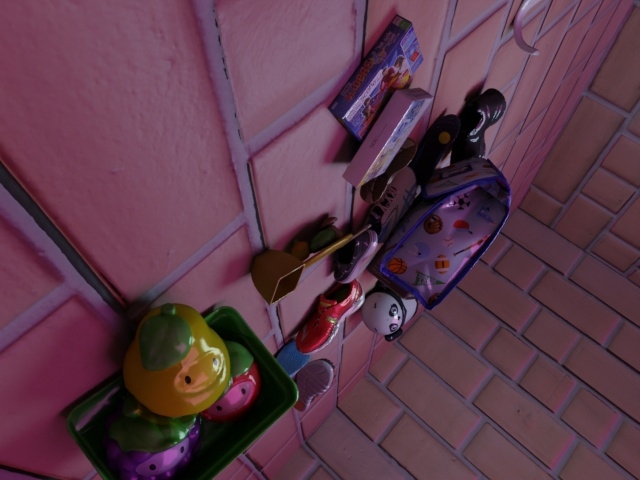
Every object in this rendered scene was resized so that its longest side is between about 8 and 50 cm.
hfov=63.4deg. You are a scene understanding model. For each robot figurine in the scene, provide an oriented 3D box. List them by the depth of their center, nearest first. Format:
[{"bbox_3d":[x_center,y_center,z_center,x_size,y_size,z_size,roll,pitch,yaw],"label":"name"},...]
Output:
[{"bbox_3d":[0.276,0.259,2.016,0.173,0.209,0.278,-49,164,32],"label":"robot figurine"}]

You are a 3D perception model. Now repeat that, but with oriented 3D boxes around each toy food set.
[{"bbox_3d":[0.000,0.000,1.191,0.218,0.071,0.128,-29,174,-40],"label":"toy food set"}]

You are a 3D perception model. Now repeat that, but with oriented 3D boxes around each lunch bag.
[{"bbox_3d":[0.350,-0.057,1.442,0.385,0.239,0.328,-50,-176,21],"label":"lunch bag"}]

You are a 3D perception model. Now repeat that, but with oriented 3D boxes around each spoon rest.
[{"bbox_3d":[0.555,-0.616,1.303,0.137,0.084,0.276,-24,133,-53],"label":"spoon rest"}]

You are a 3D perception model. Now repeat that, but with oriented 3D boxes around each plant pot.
[{"bbox_3d":[-0.096,0.066,1.062,0.081,0.083,0.081,-30,151,-45],"label":"plant pot"}]

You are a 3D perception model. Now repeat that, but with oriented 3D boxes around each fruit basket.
[{"bbox_3d":[-0.233,0.274,0.923,0.392,0.283,0.392,-39,173,-6],"label":"fruit basket"}]

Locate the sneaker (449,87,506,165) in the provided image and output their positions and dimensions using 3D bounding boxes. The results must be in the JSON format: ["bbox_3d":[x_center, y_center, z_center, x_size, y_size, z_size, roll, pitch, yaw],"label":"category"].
[{"bbox_3d":[0.432,-0.308,1.529,0.130,0.109,0.286,-23,140,-34],"label":"sneaker"}]

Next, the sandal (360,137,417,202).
[{"bbox_3d":[0.156,-0.168,1.221,0.180,0.072,0.049,-56,174,16],"label":"sandal"}]

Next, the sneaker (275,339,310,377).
[{"bbox_3d":[-0.115,0.391,1.584,0.228,0.087,0.092,-48,-179,-15],"label":"sneaker"}]

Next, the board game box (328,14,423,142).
[{"bbox_3d":[0.107,-0.290,0.956,0.201,0.035,0.136,-53,159,4],"label":"board game box"}]

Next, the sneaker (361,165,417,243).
[{"bbox_3d":[0.181,-0.089,1.380,0.086,0.085,0.237,-3,126,-50],"label":"sneaker"}]

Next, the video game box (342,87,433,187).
[{"bbox_3d":[0.142,-0.216,1.074,0.205,0.048,0.187,-57,172,27],"label":"video game box"}]

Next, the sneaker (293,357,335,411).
[{"bbox_3d":[-0.005,0.504,1.960,0.180,0.124,0.321,-35,165,-45],"label":"sneaker"}]

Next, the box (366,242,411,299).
[{"bbox_3d":[0.296,0.073,1.758,0.203,0.167,0.168,-55,159,9],"label":"box"}]

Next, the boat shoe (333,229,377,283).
[{"bbox_3d":[0.073,0.046,1.391,0.076,0.080,0.228,3,151,-23],"label":"boat shoe"}]

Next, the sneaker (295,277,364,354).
[{"bbox_3d":[0.013,0.213,1.553,0.279,0.107,0.118,-49,141,-15],"label":"sneaker"}]

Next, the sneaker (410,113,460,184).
[{"bbox_3d":[0.301,-0.247,1.405,0.209,0.069,0.082,-61,-175,9],"label":"sneaker"}]
